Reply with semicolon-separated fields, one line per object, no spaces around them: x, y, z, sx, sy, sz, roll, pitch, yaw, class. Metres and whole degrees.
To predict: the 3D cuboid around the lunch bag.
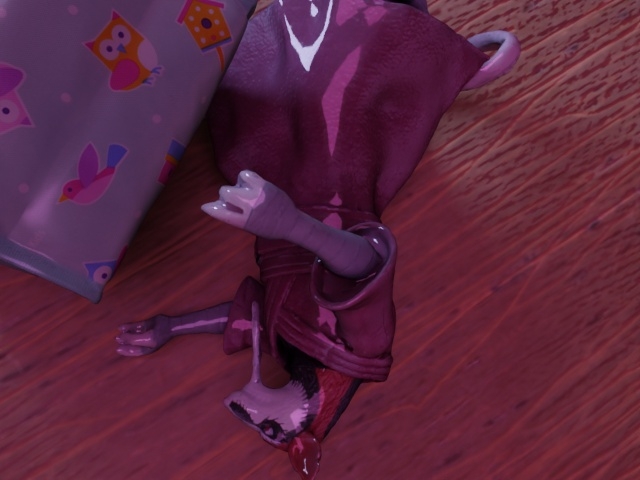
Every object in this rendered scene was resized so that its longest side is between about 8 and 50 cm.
-0.192;-0.092;0.427;0.160;0.262;0.223;33;75;-29;lunch bag

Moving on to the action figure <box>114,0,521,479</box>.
0.000;0.000;0.485;0.275;0.248;0.370;5;77;-32;action figure
